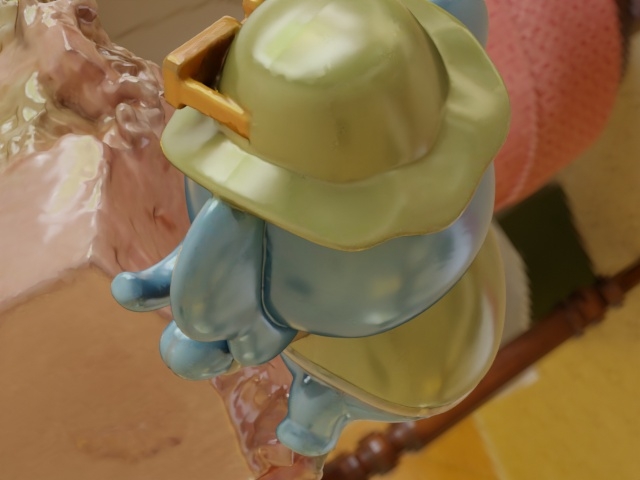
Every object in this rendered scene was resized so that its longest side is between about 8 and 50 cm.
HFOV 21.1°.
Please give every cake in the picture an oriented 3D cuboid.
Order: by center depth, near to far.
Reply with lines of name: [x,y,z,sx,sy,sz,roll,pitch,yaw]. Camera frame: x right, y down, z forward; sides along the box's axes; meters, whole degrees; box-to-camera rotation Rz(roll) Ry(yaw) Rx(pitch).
cake: [-0.167,0.032,1.154,0.314,0.293,0.307,44,-153,-37]

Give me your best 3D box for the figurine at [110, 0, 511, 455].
figurine: [0.004,0.001,0.758,0.154,0.180,0.262,-121,26,-45]
